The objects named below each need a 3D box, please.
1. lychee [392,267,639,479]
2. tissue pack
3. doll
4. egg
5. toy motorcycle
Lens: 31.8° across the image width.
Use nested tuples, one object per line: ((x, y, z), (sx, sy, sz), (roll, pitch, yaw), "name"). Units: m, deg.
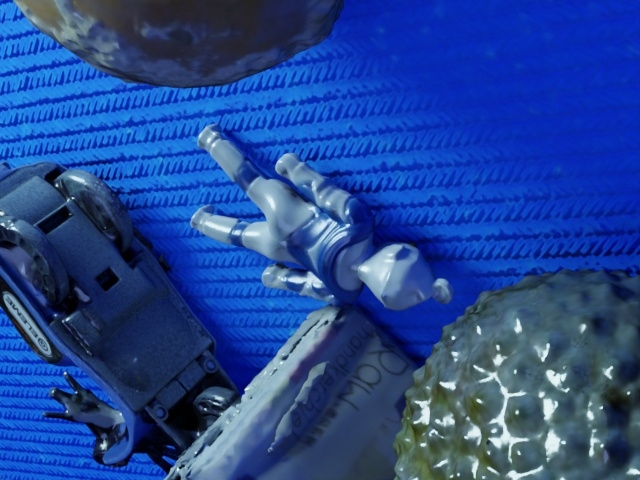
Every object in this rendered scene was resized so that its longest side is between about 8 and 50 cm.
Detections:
((0.167, 0.147, 0.689), (0.255, 0.274, 0.255), (4, 115, 9), "lychee")
((0.058, 0.236, 0.824), (0.344, 0.242, 0.125), (42, 136, 2), "tissue pack")
((0.000, 0.000, 0.837), (0.227, 0.057, 0.114), (29, 125, 26), "doll")
((-0.092, -0.193, 0.674), (0.245, 0.203, 0.203), (12, 125, 16), "egg")
((-0.189, 0.087, 0.977), (0.358, 0.125, 0.212), (50, 140, -1), "toy motorcycle")
